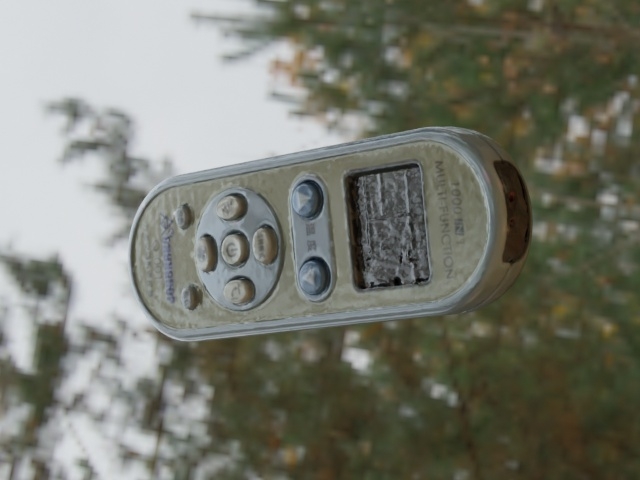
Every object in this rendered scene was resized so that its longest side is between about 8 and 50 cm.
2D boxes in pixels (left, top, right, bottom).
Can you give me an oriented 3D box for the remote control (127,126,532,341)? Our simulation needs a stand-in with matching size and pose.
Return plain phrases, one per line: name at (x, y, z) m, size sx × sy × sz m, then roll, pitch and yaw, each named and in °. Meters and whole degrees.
remote control at (0.000, 0.000, 0.916) m, size 0.047 × 0.244 × 0.087 m, roll 3°, pitch -98°, yaw -47°
